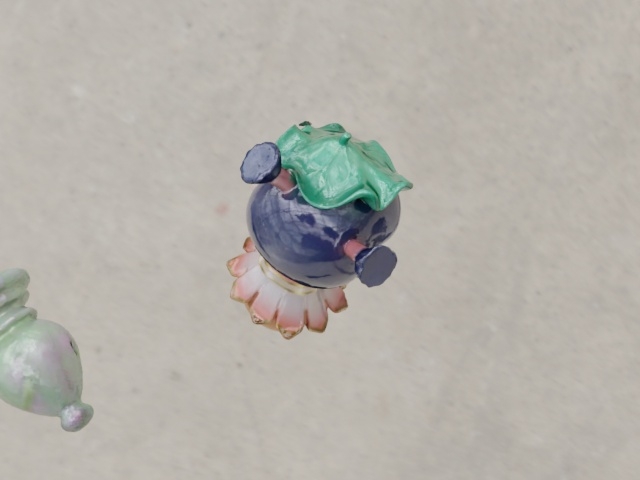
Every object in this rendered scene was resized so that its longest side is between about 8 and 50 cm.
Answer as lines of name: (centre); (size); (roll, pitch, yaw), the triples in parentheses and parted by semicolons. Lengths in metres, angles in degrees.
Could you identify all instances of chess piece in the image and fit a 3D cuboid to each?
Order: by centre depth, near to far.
chess piece: (-0.262, 0.036, 1.269); (0.139, 0.139, 0.271); (-42, 82, 9)

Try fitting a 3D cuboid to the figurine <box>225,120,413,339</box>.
figurine: (0.000, 0.000, 1.085); (0.111, 0.195, 0.102); (32, 59, 7)
